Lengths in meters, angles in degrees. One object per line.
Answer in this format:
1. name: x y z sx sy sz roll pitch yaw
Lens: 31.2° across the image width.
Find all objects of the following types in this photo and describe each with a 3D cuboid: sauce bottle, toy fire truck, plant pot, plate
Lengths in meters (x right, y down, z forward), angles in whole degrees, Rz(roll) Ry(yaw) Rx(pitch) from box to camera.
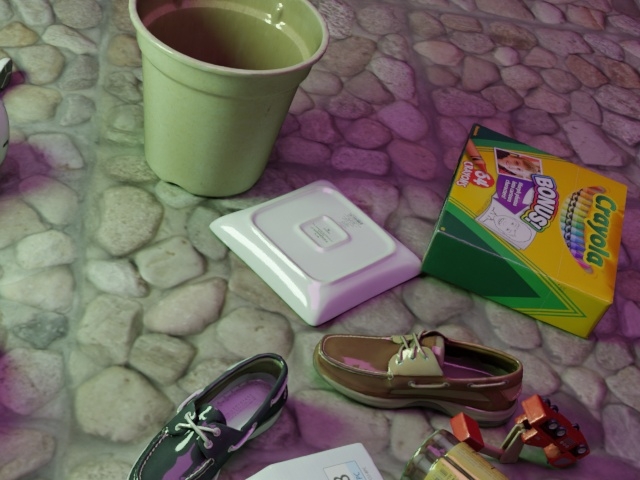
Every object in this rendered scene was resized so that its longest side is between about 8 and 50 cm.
1. sauce bottle: 0.262 0.398 1.523 0.344 0.111 0.111 40 45 24
2. toy fire truck: 0.292 0.289 1.668 0.192 0.135 0.047 40 24 -37
3. plant pot: -0.179 -0.256 1.978 0.333 0.305 0.334 10 40 -8
4. plate: 0.000 0.000 1.946 0.278 0.045 0.277 -23 53 -38

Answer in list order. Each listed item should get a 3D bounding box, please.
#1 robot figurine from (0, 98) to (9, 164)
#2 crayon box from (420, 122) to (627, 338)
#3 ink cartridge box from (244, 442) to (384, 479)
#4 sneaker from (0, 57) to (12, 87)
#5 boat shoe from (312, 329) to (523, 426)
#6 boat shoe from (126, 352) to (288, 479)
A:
1. robot figurine: -0.642 -0.174 1.838 0.278 0.173 0.209 -3 78 -21
2. crayon box: 0.372 -0.028 2.046 0.313 0.106 0.363 22 40 3
3. ink cartridge box: -0.051 0.426 1.402 0.385 0.091 0.308 -8 45 -28
4. sneaker: -0.609 -0.292 2.073 0.061 0.054 0.152 19 40 8
5. boat shoe: 0.152 0.183 1.727 0.324 0.116 0.123 10 40 -7
6. boat shoe: -0.152 0.253 1.564 0.114 0.091 0.302 30 41 16
